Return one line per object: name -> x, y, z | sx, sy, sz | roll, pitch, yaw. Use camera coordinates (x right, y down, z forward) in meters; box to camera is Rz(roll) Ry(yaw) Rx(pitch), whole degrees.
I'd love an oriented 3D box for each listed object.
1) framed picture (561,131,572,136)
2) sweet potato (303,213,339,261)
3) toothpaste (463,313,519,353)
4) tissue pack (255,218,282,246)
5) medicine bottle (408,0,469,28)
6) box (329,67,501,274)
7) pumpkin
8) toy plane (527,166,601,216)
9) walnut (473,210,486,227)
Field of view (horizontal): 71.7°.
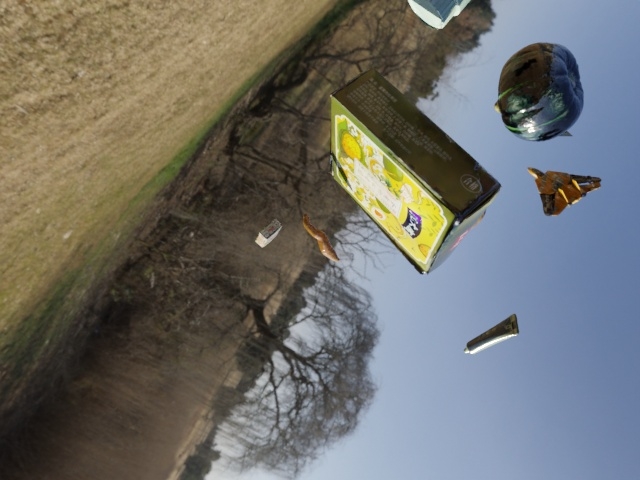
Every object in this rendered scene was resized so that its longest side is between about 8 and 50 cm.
framed picture -> 0.776, -0.405, 1.571 | 0.142, 0.182, 0.011 | -108, -159, -48
sweet potato -> 0.004, -0.001, 1.247 | 0.044, 0.179, 0.044 | -29, -153, 17
toothpaste -> 0.433, 0.250, 1.135 | 0.197, 0.034, 0.057 | 127, -21, -48
tissue pack -> -0.140, -0.018, 1.192 | 0.063, 0.035, 0.083 | -43, 179, -21
medicine bottle -> 0.388, -0.749, 1.198 | 0.318, 0.158, 0.158 | -49, -176, 9
box -> 0.197, -0.151, 1.105 | 0.138, 0.420, 0.373 | -38, 162, -13
pumpkin -> 0.670, -0.452, 1.382 | 0.238, 0.315, 0.315 | -6, -135, 40
toy plane -> 0.838, -0.200, 1.608 | 0.204, 0.103, 0.316 | -37, -162, 12
walnut -> 0.444, -0.138, 1.646 | 0.285, 0.296, 0.286 | -32, -141, 30
